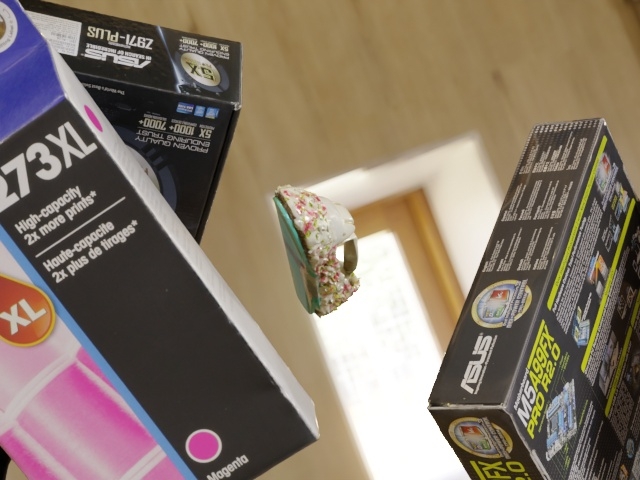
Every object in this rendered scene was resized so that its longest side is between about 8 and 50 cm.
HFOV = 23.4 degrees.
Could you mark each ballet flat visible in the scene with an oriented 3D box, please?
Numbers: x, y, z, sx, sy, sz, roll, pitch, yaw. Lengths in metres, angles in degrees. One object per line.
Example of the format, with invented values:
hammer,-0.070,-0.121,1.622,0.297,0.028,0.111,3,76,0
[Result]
ballet flat,0.000,0.000,1.630,0.077,0.091,0.241,-27,-25,-8

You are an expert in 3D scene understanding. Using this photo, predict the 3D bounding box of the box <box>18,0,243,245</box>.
box,-0.158,-0.081,1.103,0.180,0.077,0.147,11,-49,-12

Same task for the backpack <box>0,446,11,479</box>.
backpack,-0.348,0.114,1.104,0.213,0.276,0.263,17,-70,-50

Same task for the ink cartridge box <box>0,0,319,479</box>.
ink cartridge box,-0.173,0.026,0.998,0.176,0.371,0.069,-33,16,6

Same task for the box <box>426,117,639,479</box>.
box,0.180,0.081,1.106,0.060,0.216,0.270,-5,45,33
